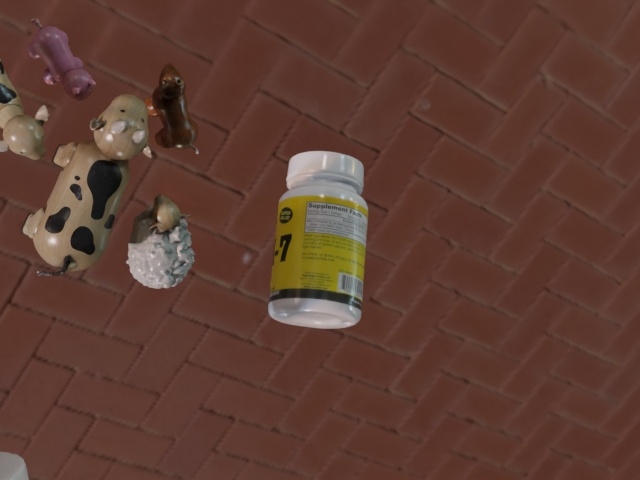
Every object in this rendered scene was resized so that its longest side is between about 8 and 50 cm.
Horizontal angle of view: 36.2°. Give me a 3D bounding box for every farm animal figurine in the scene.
[{"bbox_3d":[-0.296,-0.108,1.212,0.330,0.172,0.327,6,91,-26],"label":"farm animal figurine"}]

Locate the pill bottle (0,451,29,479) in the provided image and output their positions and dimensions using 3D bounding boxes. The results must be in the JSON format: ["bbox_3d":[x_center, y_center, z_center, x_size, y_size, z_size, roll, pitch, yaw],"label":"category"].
[{"bbox_3d":[-0.411,0.466,1.150,0.224,0.224,0.392,-9,97,-15],"label":"pill bottle"}]

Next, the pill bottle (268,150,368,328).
[{"bbox_3d":[0.000,0.000,1.252,0.119,0.119,0.208,14,71,-27],"label":"pill bottle"}]
